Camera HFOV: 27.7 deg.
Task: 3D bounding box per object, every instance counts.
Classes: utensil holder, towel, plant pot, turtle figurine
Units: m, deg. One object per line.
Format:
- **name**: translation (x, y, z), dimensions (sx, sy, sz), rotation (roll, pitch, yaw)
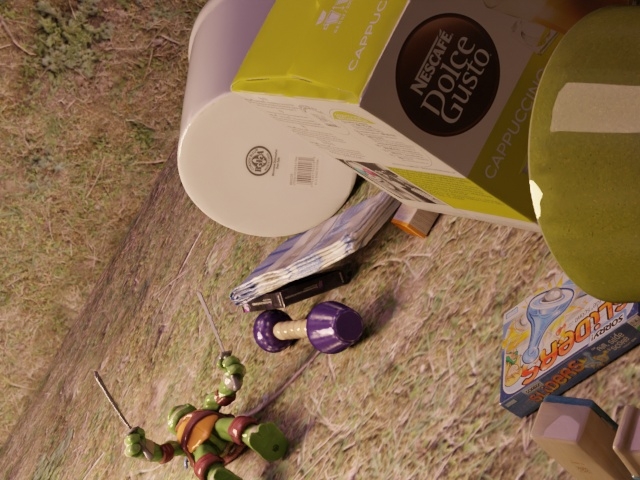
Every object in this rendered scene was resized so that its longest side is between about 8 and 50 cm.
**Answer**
- **utensil holder**: translation (-0.088, -0.239, 2.283), dimensions (0.327, 0.327, 0.385), rotation (-46, 24, 29)
- **towel**: translation (0.000, 0.000, 1.989), dimensions (0.285, 0.034, 0.209), rotation (-26, 14, 41)
- **plant pot**: translation (0.374, -0.073, 1.083), dimensions (0.293, 0.275, 0.275), rotation (3, 61, 50)
- **turtle figurine**: translation (-0.188, 0.257, 1.902), dimensions (0.266, 0.197, 0.275), rotation (24, 124, 53)

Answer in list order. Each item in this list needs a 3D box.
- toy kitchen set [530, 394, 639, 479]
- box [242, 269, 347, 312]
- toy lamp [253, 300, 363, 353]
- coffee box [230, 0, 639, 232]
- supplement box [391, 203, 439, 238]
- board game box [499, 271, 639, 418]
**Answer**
- **toy kitchen set**: translation (0.319, 0.135, 1.117), dimensions (0.207, 0.122, 0.166), rotation (2, 58, 44)
- **box**: translation (-0.044, 0.079, 2.033), dimensions (0.116, 0.029, 0.162), rotation (-20, 5, -27)
- **toy lamp**: translation (-0.016, 0.131, 1.921), dimensions (0.080, 0.080, 0.274), rotation (-63, 18, -15)
- **coffee box**: translation (0.156, -0.242, 1.602), dimensions (0.338, 0.334, 0.338), rotation (18, 79, 60)
- **supplement box**: translation (0.150, -0.056, 1.864), dimensions (0.098, 0.036, 0.062), rotation (-58, 19, -3)
- **board game box**: translation (0.271, 0.086, 1.368), dimensions (0.201, 0.035, 0.136), rotation (-42, 25, 37)
